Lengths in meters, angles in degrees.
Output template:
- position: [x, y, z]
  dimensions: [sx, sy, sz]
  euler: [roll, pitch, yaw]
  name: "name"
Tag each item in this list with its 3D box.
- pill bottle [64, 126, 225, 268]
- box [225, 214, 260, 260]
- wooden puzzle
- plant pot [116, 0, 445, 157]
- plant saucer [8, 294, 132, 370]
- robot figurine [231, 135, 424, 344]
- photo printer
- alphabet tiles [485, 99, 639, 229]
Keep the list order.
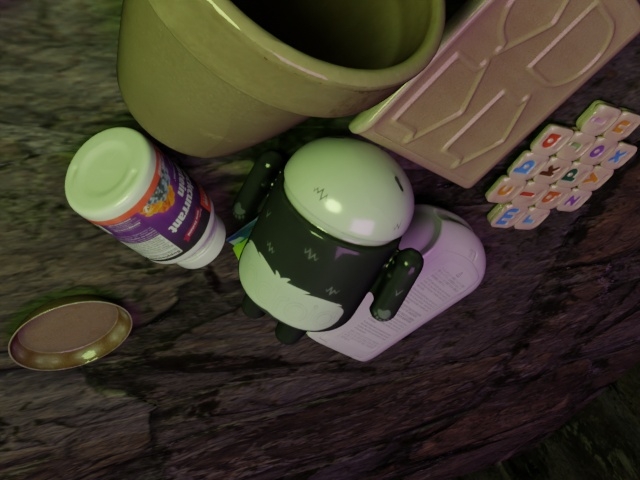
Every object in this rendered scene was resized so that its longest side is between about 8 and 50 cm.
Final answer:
- position: [-0.189, -0.037, 0.840]
  dimensions: [0.108, 0.108, 0.193]
  euler: [-32, 149, 7]
  name: "pill bottle"
- position: [-0.048, 0.015, 1.087]
  dimensions: [0.109, 0.042, 0.178]
  euler: [-34, 149, 11]
  name: "box"
- position: [0.220, -0.222, 0.902]
  dimensions: [0.322, 0.080, 0.348]
  euler: [-44, 152, 22]
  name: "wooden puzzle"
- position: [-0.063, -0.184, 0.620]
  dimensions: [0.263, 0.263, 0.229]
  euler: [-2, 158, -35]
  name: "plant pot"
- position: [-0.352, 0.126, 1.033]
  dimensions: [0.168, 0.029, 0.168]
  euler: [-19, 149, -12]
  name: "plant saucer"
- position: [0.003, 0.000, 0.922]
  dimensions: [0.209, 0.173, 0.278]
  euler: [14, 125, -22]
  name: "robot figurine"
- position: [0.129, 0.070, 1.238]
  dimensions: [0.307, 0.107, 0.256]
  euler: [-36, 148, 13]
  name: "photo printer"
- position: [0.414, -0.121, 1.257]
  dimensions: [0.278, 0.021, 0.284]
  euler: [2, 138, -39]
  name: "alphabet tiles"
